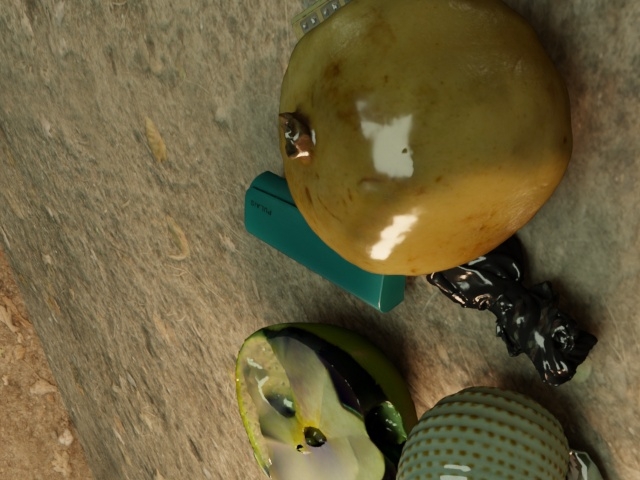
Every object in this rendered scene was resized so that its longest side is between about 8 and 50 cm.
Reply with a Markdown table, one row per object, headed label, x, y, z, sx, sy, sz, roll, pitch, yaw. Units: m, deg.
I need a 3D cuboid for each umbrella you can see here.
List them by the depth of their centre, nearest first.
| label | x | y | z | sx | sy | sz | roll | pitch | yaw |
| --- | --- | --- | --- | --- | --- | --- | --- | --- | --- |
| umbrella | 0.236 | 0.066 | 0.900 | 0.272 | 0.110 | 0.122 | 46 | 138 | 24 |

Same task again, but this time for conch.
| label | x | y | z | sx | sy | sz | roll | pitch | yaw |
| --- | --- | --- | --- | --- | --- | --- | --- | --- | --- |
| conch | 0.223 | 0.365 | 0.955 | 0.303 | 0.319 | 0.215 | 44 | 176 | -20 |

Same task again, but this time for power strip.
| label | x | y | z | sx | sy | sz | roll | pitch | yaw |
| --- | --- | --- | --- | --- | --- | --- | --- | --- | --- |
| power strip | 0.060 | -0.307 | 0.922 | 0.268 | 0.034 | 0.092 | -15 | 100 | 49 |

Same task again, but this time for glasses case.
| label | x | y | z | sx | sy | sz | roll | pitch | yaw |
| --- | --- | --- | --- | --- | --- | --- | --- | --- | --- |
| glasses case | 0.000 | -0.001 | 1.087 | 0.301 | 0.070 | 0.117 | 30 | 135 | 36 |

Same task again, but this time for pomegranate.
| label | x | y | z | sx | sy | sz | roll | pitch | yaw |
| --- | --- | --- | --- | --- | --- | --- | --- | --- | --- |
| pomegranate | 0.104 | -0.118 | 0.775 | 0.332 | 0.332 | 0.333 | 24 | 127 | 36 |

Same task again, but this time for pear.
| label | x | y | z | sx | sy | sz | roll | pitch | yaw |
| --- | --- | --- | --- | --- | --- | --- | --- | --- | --- |
| pear | 0.034 | 0.298 | 1.181 | 0.398 | 0.165 | 0.399 | 23 | 126 | 36 |
